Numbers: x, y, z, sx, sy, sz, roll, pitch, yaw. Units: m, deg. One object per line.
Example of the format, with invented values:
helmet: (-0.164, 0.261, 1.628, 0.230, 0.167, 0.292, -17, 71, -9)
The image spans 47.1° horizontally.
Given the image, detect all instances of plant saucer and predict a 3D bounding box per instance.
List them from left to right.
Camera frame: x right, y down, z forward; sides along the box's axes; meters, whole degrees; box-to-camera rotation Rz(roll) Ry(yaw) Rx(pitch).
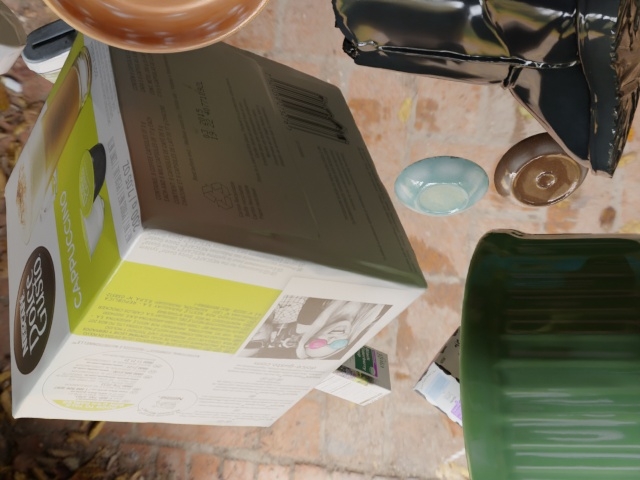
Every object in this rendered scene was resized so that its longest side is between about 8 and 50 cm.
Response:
plant saucer: (-0.126, -0.230, 0.564, 0.200, 0.200, 0.037, -15, 58, 7)
plant saucer: (0.249, -0.097, 1.506, 0.195, 0.195, 0.037, -1, 56, 6)
plant saucer: (0.458, -0.133, 1.502, 0.199, 0.036, 0.198, -3, 133, -3)

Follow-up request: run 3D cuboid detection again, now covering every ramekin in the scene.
ramekin: (0.238, 0.133, 0.655, 0.148, 0.303, 0.303, -6, 95, 26)

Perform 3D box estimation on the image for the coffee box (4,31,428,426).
coffee box: (-0.151, -0.007, 0.868, 0.334, 0.338, 0.337, -47, 46, 34)

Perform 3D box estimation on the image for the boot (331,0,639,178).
boot: (0.130, -0.143, 0.557, 0.207, 0.246, 0.094, 17, 78, 28)

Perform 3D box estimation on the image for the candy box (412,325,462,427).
candy box: (0.274, 0.254, 1.237, 0.196, 0.165, 0.070, 37, 118, 12)

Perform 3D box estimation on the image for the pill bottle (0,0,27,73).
pill bottle: (-0.523, -0.150, 0.868, 0.210, 0.210, 0.363, 44, 107, 1)

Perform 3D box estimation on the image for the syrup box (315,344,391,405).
syrup box: (0.035, 0.263, 1.551, 0.237, 0.093, 0.096, 26, 134, -32)

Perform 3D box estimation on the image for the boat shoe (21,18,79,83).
boat shoe: (-0.370, -0.359, 1.289, 0.302, 0.094, 0.109, -15, 73, 6)
